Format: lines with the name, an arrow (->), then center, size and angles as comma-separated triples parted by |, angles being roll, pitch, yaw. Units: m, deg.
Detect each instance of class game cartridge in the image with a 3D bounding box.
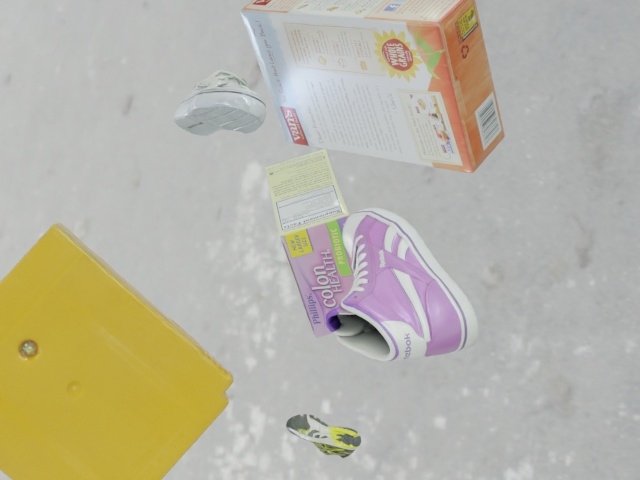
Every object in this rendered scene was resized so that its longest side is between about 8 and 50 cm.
game cartridge -> -0.311, 0.186, 1.417 | 0.285, 0.323, 0.052 | -47, 9, -1

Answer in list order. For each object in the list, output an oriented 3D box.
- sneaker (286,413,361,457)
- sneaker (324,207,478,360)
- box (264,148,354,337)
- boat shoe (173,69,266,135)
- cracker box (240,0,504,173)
sneaker -> 0.001, 0.216, 1.196 | 0.031, 0.083, 0.035 | -74, 3, -50
sneaker -> 0.061, 0.051, 1.407 | 0.282, 0.161, 0.102 | -132, 37, -50
box -> 0.000, 0.000, 1.877 | 0.243, 0.117, 0.214 | -105, -2, -58
boat shoe -> -0.132, -0.189, 1.452 | 0.226, 0.083, 0.076 | 5, 72, 59
cracker box -> 0.048, -0.159, 1.046 | 0.232, 0.156, 0.067 | 13, 46, 37
